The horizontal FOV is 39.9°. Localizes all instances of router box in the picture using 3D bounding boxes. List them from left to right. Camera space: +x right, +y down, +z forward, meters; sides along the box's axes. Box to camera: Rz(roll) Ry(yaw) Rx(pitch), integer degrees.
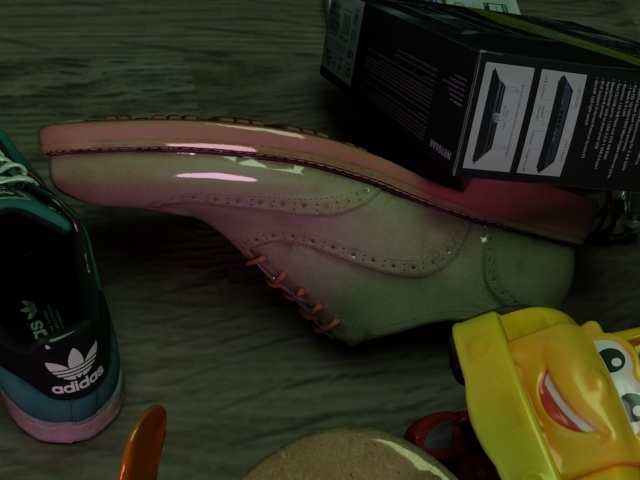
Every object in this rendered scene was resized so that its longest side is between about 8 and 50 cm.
[{"bbox_3d":[0.157,-0.122,0.676,0.243,0.081,0.309,3,21,-17],"label":"router box"}]

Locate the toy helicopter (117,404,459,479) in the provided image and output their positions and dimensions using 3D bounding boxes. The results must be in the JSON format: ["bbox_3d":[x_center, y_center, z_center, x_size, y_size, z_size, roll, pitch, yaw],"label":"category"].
[{"bbox_3d":[-0.058,0.242,0.417,0.235,0.140,0.355,34,77,17],"label":"toy helicopter"}]

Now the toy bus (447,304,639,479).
[{"bbox_3d":[0.204,0.101,0.512,0.212,0.220,0.149,-25,56,17],"label":"toy bus"}]

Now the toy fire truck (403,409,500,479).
[{"bbox_3d":[0.063,0.201,0.556,0.135,0.047,0.192,-1,53,-12],"label":"toy fire truck"}]

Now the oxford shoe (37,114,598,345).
[{"bbox_3d":[0.000,0.000,0.616,0.397,0.140,0.146,11,95,-9],"label":"oxford shoe"}]

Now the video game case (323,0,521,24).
[{"bbox_3d":[0.102,-0.273,0.933,0.207,0.026,0.226,2,55,-12],"label":"video game case"}]

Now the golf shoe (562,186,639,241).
[{"bbox_3d":[0.245,-0.032,0.755,0.094,0.077,0.198,40,56,16],"label":"golf shoe"}]

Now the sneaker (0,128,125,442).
[{"bbox_3d":[-0.219,-0.013,0.602,0.108,0.121,0.302,-25,63,-28],"label":"sneaker"}]
